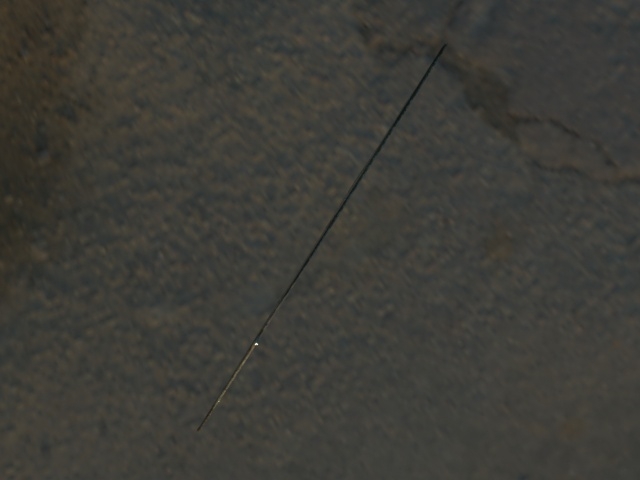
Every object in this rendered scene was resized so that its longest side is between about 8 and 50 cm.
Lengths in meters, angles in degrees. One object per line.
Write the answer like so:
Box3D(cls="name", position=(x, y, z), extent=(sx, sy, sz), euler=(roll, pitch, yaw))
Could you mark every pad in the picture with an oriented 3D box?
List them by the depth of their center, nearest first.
Box3D(cls="pad", position=(0.000, 0.000, 1.115), extent=(0.003, 0.158, 0.235), euler=(32, 61, 0))
